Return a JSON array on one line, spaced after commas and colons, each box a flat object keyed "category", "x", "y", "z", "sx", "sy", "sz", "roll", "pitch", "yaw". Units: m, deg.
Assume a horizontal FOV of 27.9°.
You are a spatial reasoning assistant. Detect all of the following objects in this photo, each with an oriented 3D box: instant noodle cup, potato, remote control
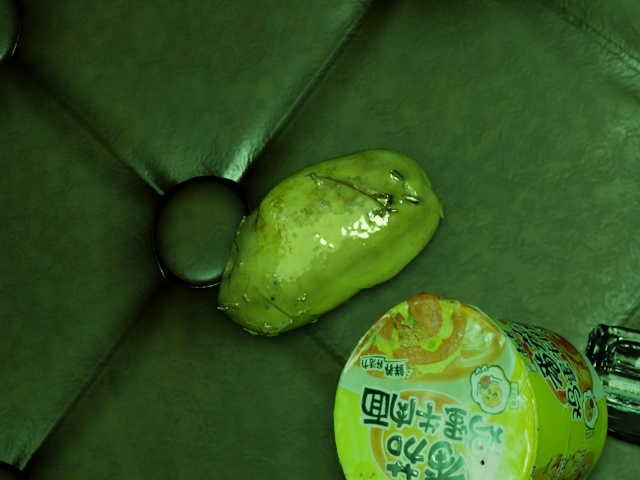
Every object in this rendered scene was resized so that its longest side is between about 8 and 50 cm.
[{"category": "instant noodle cup", "x": 0.175, "y": 0.195, "z": 1.403, "sx": 0.264, "sy": 0.200, "sz": 0.264, "roll": -5, "pitch": 82, "yaw": 41}, {"category": "potato", "x": 0.000, "y": 0.000, "z": 1.565, "sx": 0.300, "sy": 0.140, "sz": 0.173, "roll": -33, "pitch": 76, "yaw": 12}, {"category": "remote control", "x": 0.470, "y": 0.183, "z": 1.380, "sx": 0.398, "sy": 0.062, "sz": 0.145, "roll": 11, "pitch": 88, "yaw": 25}]
